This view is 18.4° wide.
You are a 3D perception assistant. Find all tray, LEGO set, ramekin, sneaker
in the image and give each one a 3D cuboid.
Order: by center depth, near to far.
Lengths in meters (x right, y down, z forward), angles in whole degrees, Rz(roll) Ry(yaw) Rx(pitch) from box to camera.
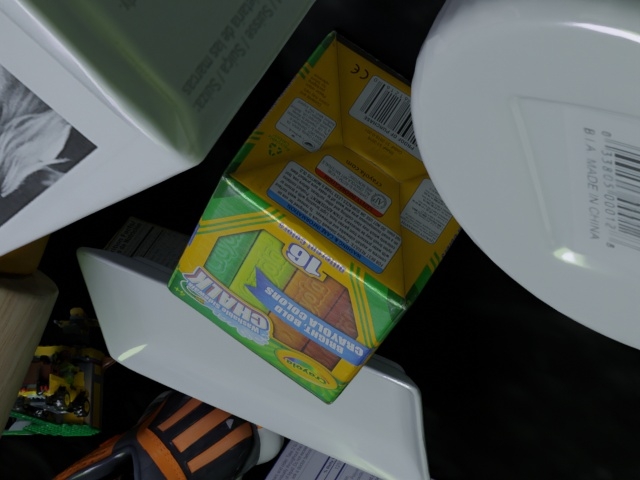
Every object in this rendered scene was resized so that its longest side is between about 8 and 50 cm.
[{"bbox_3d":[0.177,-0.063,0.948,0.277,0.135,0.277,25,149,17],"label":"ramekin"},{"bbox_3d":[-0.041,0.083,1.375,0.270,0.030,0.145,21,150,21],"label":"tray"},{"bbox_3d":[-0.327,0.050,1.565,0.331,0.192,0.255,-5,166,26],"label":"LEGO set"},{"bbox_3d":[-0.153,0.203,1.588,0.124,0.180,0.321,50,153,12],"label":"sneaker"}]

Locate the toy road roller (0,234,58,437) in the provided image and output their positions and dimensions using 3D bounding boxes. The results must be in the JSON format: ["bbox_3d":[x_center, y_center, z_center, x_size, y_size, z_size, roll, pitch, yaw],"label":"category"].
[{"bbox_3d":[-0.366,0.025,1.312,0.329,0.202,0.240,26,-171,23],"label":"toy road roller"}]

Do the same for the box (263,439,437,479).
[{"bbox_3d":[0.014,0.234,1.548,0.137,0.126,0.072,19,148,26],"label":"box"}]

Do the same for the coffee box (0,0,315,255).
[{"bbox_3d":[-0.167,-0.221,0.856,0.338,0.338,0.334,44,148,-17],"label":"coffee box"}]

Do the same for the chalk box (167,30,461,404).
[{"bbox_3d":[0.000,0.000,1.217,0.132,0.132,0.213,34,150,2],"label":"chalk box"}]

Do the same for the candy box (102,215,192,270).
[{"bbox_3d":[-0.064,0.057,1.445,0.186,0.053,0.109,18,147,29],"label":"candy box"}]
